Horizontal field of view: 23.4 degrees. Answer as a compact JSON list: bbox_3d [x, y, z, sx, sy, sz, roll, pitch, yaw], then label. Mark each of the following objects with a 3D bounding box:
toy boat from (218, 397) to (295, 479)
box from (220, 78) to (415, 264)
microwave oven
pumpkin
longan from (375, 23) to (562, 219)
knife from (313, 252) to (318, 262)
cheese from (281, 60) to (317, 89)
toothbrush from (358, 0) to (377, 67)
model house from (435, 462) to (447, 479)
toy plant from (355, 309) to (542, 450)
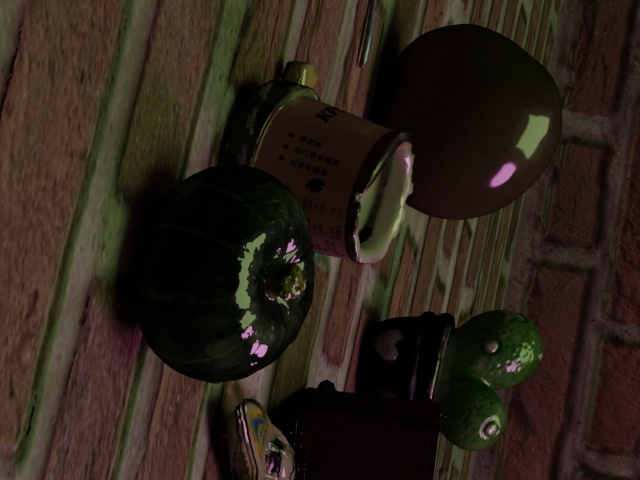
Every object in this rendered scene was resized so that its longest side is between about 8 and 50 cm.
[{"bbox_3d":[-0.062,0.203,1.478,0.210,0.066,0.084,77,25,-58],"label":"toy boat"},{"bbox_3d":[0.002,-0.052,1.349,0.151,0.135,0.151,-47,147,-44],"label":"box"},{"bbox_3d":[0.034,0.293,1.707,0.178,0.188,0.247,-21,117,-82],"label":"microwave oven"},{"bbox_3d":[-0.070,0.028,1.172,0.167,0.125,0.167,21,90,-79],"label":"pumpkin"},{"bbox_3d":[0.175,-0.142,1.895,0.246,0.246,0.215,-68,149,-43],"label":"longan"},{"bbox_3d":[0.000,0.000,1.719,0.014,0.005,0.091,81,23,-50],"label":"knife"},{"bbox_3d":[-0.027,-0.127,1.443,0.044,0.030,0.083,15,90,-63],"label":"cheese"},{"bbox_3d":[0.068,-0.289,1.766,0.013,0.019,0.193,40,62,-76],"label":"toothbrush"},{"bbox_3d":[0.127,0.332,2.273,0.188,0.122,0.229,-61,155,-61],"label":"model house"},{"bbox_3d":[0.178,0.181,2.115,0.175,0.235,0.218,84,20,-54],"label":"toy plant"}]
